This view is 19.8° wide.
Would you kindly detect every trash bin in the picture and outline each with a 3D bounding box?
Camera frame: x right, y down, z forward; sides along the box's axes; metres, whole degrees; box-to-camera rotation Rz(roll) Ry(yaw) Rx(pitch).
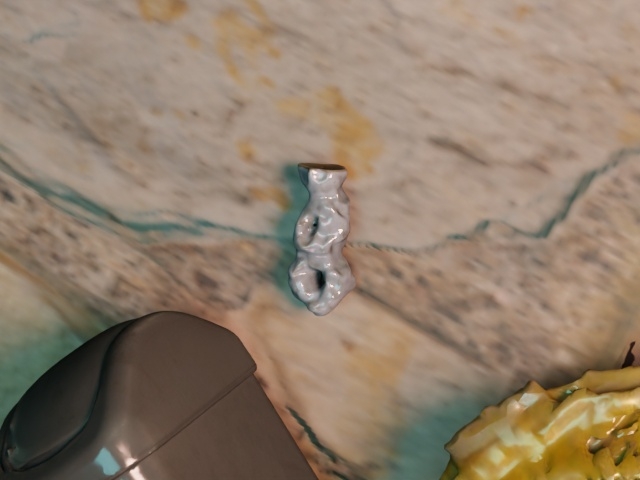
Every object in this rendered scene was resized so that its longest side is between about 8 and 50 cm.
[{"bbox_3d":[-0.064,0.155,0.967,0.101,0.177,0.236,-33,91,21],"label":"trash bin"}]

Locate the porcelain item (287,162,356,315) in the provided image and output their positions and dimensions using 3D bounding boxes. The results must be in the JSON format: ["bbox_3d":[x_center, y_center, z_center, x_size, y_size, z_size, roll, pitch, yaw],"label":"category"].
[{"bbox_3d":[0.000,0.000,0.989,0.036,0.028,0.083,4,103,19],"label":"porcelain item"}]

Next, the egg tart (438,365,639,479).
[{"bbox_3d":[0.187,0.223,0.894,0.341,0.132,0.341,4,103,17],"label":"egg tart"}]
